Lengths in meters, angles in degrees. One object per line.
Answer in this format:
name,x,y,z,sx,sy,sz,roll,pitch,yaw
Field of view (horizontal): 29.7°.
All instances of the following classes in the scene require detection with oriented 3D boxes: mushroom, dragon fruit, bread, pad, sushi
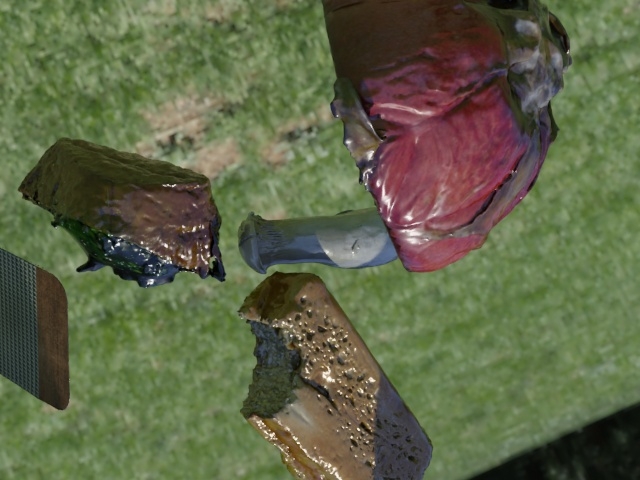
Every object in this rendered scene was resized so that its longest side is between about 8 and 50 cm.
mushroom,0.001,0.001,1.506,0.223,0.081,0.092,-4,-172,-31
dragon fruit,0.093,-0.098,0.777,0.148,0.218,0.224,-15,142,9
bread,0.003,0.211,1.494,0.109,0.380,0.185,11,-126,44
pad,-0.388,0.164,1.399,0.250,0.323,0.055,21,-172,38
sushi,-0.244,-0.029,1.437,0.149,0.287,0.140,-69,171,-61
